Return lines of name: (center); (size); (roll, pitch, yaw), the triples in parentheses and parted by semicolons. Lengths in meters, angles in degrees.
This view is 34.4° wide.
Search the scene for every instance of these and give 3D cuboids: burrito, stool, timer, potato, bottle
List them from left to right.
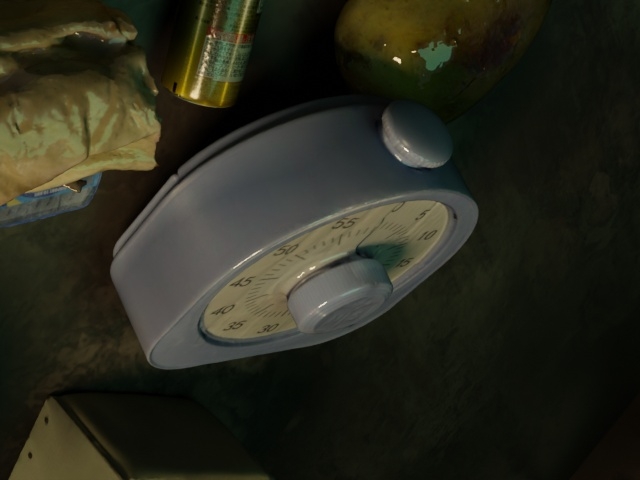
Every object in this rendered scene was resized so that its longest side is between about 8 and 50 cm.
burrito: (-0.294, -0.098, 0.809); (0.332, 0.135, 0.190); (-24, 88, -33)
stool: (-0.236, 0.338, 1.231); (0.244, 0.170, 0.269); (14, 107, -49)
bottle: (-0.084, -0.275, 0.999); (0.082, 0.082, 0.286); (-5, 122, -45)
timer: (0.000, 0.000, 1.109); (0.395, 0.173, 0.395); (-22, 158, -9)
potato: (0.149, -0.251, 1.192); (0.307, 0.173, 0.210); (-44, 139, -10)

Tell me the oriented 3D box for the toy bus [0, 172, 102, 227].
toy bus: (-0.313, -0.056, 0.933); (0.236, 0.079, 0.094); (-16, 145, -39)
